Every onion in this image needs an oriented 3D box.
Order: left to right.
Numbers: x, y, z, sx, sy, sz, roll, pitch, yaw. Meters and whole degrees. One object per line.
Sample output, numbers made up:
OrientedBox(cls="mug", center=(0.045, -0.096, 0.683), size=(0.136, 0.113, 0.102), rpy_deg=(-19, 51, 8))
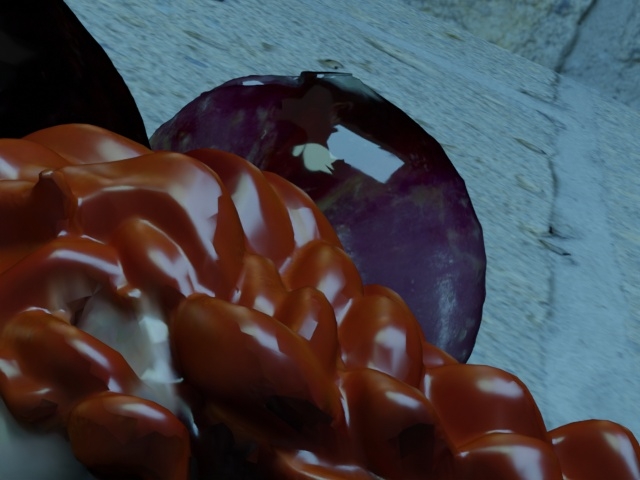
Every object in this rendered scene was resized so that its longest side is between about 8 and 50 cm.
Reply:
OrientedBox(cls="onion", center=(-0.008, 0.000, 0.991), size=(0.201, 0.200, 0.207), rpy_deg=(11, 27, -38))

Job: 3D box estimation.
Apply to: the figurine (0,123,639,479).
OrientedBox(cls="figurine", center=(-0.058, 0.139, 0.467), size=(0.306, 0.241, 0.411), rpy_deg=(2, 34, 7))

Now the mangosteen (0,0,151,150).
OrientedBox(cls="mangosteen", center=(-0.195, -0.005, 0.725), size=(0.235, 0.235, 0.261), rpy_deg=(28, 56, 12))
